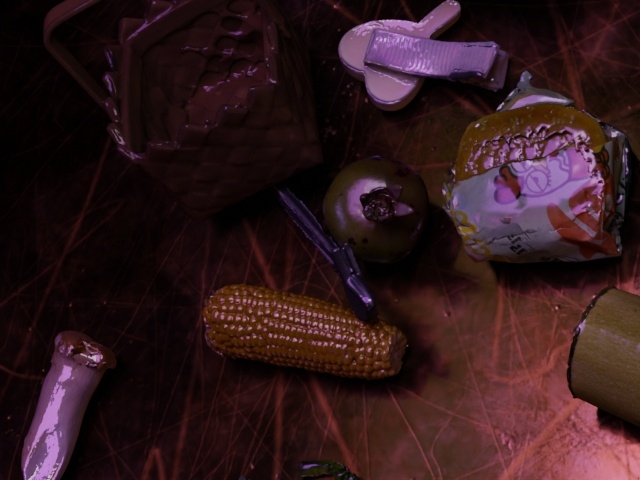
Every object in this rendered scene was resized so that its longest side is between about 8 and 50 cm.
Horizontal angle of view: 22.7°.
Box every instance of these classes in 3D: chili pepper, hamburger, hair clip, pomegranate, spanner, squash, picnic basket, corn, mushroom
[{"bbox_3d":[0.012,0.267,1.835,0.083,0.022,0.027,8,37,30],"label":"chili pepper"},{"bbox_3d":[0.245,-0.087,1.822,0.214,0.125,0.235,3,82,17],"label":"hamburger"},{"bbox_3d":[0.128,-0.237,1.993,0.218,0.071,0.159,10,68,24],"label":"hair clip"},{"bbox_3d":[0.068,-0.046,1.878,0.129,0.159,0.129,3,61,-6],"label":"pomegranate"},{"bbox_3d":[0.000,0.000,1.902,0.026,0.093,0.325,-25,33,-10],"label":"spanner"},{"bbox_3d":[0.387,0.146,1.642,0.247,0.132,0.132,22,78,31],"label":"squash"},{"bbox_3d":[-0.157,-0.223,1.966,0.254,0.321,0.291,-26,44,17],"label":"picnic basket"},{"bbox_3d":[-0.023,0.109,1.888,0.260,0.091,0.091,11,62,25],"label":"corn"},{"bbox_3d":[-0.323,0.217,2.002,0.084,0.071,0.209,18,76,-1],"label":"mushroom"}]

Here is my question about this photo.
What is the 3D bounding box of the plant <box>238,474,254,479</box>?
[{"bbox_3d":[-0.077,0.311,1.841,0.051,0.051,0.102,-28,51,12],"label":"plant"}]
